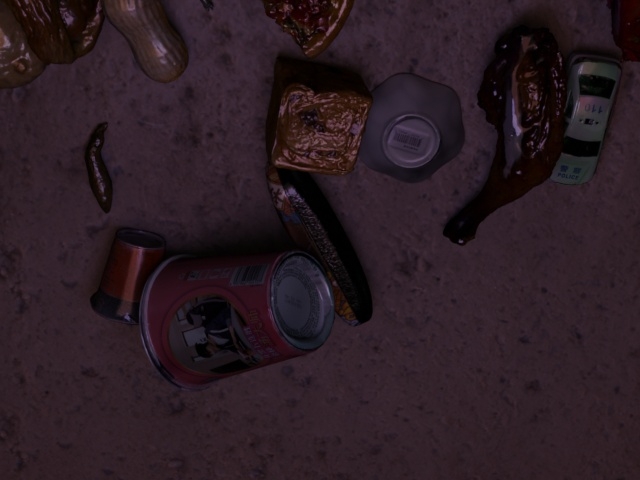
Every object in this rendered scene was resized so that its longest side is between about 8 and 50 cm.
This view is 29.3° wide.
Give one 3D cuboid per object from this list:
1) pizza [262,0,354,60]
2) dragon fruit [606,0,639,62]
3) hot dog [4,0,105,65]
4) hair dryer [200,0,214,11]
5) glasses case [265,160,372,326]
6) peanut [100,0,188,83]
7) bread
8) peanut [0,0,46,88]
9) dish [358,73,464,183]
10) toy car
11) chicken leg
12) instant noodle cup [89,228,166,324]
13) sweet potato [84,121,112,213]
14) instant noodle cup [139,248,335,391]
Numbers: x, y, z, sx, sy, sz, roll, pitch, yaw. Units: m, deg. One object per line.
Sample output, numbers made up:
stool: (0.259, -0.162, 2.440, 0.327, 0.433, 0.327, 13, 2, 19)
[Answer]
pizza: (-0.043, -0.377, 1.870, 0.193, 0.053, 0.201, 10, 116, -4)
dragon fruit: (0.563, -0.365, 1.761, 0.290, 0.269, 0.250, -2, 125, 6)
hot dog: (-0.409, -0.386, 1.817, 0.114, 0.175, 0.259, -16, 120, 35)
hair dryer: (-0.231, -0.420, 1.859, 0.100, 0.057, 0.198, -33, 117, 17)
glasses case: (0.000, 0.000, 2.015, 0.082, 0.122, 0.321, -24, 113, 12)
peanut: (-0.270, -0.329, 1.868, 0.087, 0.087, 0.207, -22, 125, 11)
bread: (-0.011, -0.191, 1.913, 0.149, 0.143, 0.158, 13, 116, -12)
peanut: (-0.493, -0.307, 1.881, 0.159, 0.109, 0.140, 35, 114, -13)
dish: (0.143, -0.168, 1.962, 0.190, 0.066, 0.191, 0, 116, 1)
toy car: (0.415, -0.185, 1.945, 0.090, 0.076, 0.224, 8, 116, -4)
chicken leg: (0.296, -0.145, 1.939, 0.158, 0.096, 0.407, 30, 125, 23)
instant noodle cup: (-0.314, 0.058, 2.059, 0.127, 0.127, 0.136, 12, 107, -5)
sweet potato: (-0.365, -0.118, 2.013, 0.041, 0.038, 0.153, -8, 109, -19)
instant noodle cup: (-0.122, 0.116, 1.964, 0.255, 0.244, 0.244, -12, 119, 37)
